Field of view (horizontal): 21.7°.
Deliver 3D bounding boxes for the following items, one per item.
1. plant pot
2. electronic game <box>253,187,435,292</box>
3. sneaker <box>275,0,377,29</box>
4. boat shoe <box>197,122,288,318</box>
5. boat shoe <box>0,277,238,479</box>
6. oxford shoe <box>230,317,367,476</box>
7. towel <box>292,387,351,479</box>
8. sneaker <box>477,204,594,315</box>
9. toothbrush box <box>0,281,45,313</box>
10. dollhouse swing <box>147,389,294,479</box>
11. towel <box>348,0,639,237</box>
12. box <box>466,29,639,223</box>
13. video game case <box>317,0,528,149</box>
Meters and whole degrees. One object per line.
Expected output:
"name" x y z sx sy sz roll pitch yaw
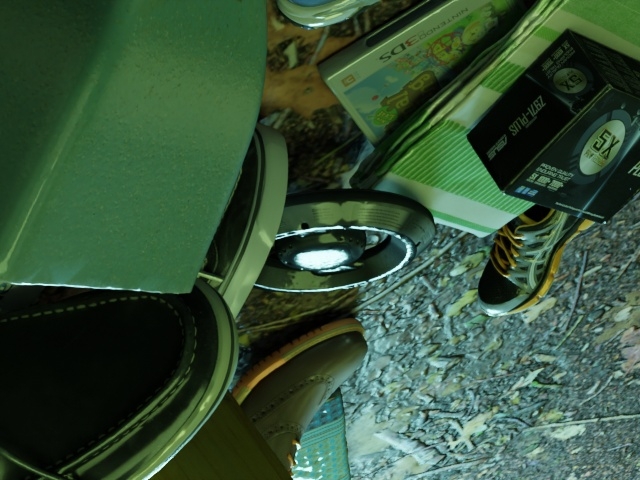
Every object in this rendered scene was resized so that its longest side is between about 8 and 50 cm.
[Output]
"plant pot" -0.183 -0.135 1.193 0.252 0.248 0.247 -61 154 12
"electronic game" 0.000 0.000 1.657 0.229 0.048 0.229 -5 160 -2
"sneaker" 0.059 -0.244 1.377 0.211 0.080 0.081 -25 150 -4
"boat shoe" -0.132 0.025 1.524 0.105 0.113 0.306 24 96 -33
"boat shoe" -0.306 0.155 1.375 0.500 0.186 0.156 -20 156 6
"oxford shoe" -0.063 0.240 1.868 0.363 0.133 0.130 -45 156 -1
"towel" -0.089 0.321 2.101 0.271 0.040 0.370 -21 145 -11
"sneaker" 0.227 -0.007 1.828 0.083 0.084 0.215 9 124 -39
"toothbrush box" -0.367 -0.009 1.373 0.283 0.122 0.206 11 134 -45
"dollhouse swing" -0.275 0.252 1.673 0.305 0.315 0.347 -50 142 14
"towel" 0.208 -0.131 1.635 0.248 0.038 0.325 16 127 -47
"box" 0.256 -0.104 1.600 0.180 0.077 0.147 15 128 -47
"video game case" 0.120 -0.157 1.591 0.193 0.023 0.212 -31 147 7
